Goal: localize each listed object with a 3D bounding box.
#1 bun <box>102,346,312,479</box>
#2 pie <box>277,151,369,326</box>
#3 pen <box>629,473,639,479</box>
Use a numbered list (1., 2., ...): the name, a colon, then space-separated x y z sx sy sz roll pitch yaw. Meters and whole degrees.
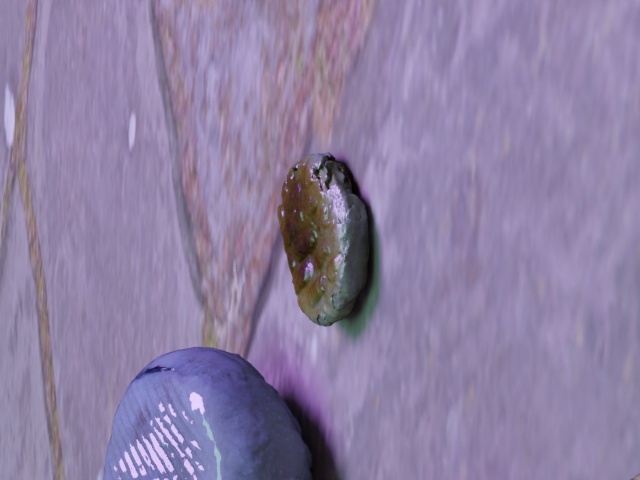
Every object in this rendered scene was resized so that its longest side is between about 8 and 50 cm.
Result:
1. bun: -0.052 0.123 1.002 0.141 0.083 0.141 -5 84 58
2. pie: 0.000 0.000 0.936 0.084 0.020 0.084 177 90 -67
3. pen: 0.122 0.195 0.675 0.040 0.032 0.233 -113 19 -89
